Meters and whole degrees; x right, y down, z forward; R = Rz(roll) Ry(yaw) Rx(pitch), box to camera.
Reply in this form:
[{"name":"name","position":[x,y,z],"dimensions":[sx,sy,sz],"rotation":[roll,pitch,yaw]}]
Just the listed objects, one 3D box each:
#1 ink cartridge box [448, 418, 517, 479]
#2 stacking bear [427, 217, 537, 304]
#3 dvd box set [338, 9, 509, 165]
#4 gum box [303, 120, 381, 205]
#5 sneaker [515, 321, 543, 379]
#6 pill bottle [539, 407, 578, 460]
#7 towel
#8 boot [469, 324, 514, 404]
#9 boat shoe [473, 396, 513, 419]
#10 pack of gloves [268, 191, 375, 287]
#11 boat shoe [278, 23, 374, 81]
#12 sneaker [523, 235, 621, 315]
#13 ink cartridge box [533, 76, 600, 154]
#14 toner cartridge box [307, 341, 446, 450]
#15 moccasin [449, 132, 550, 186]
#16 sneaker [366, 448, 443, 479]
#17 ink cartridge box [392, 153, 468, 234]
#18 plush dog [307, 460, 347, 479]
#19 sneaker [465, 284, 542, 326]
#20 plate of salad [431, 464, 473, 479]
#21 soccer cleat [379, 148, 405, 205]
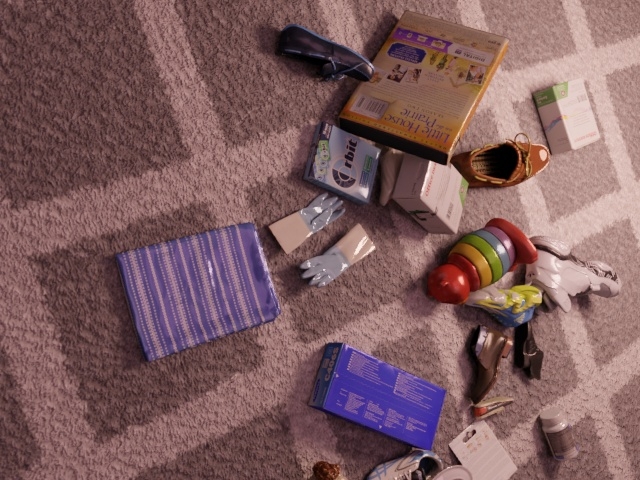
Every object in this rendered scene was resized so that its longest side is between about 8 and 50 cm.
[{"name":"ink cartridge box","position":[0.440,0.601,1.861],"dimensions":[0.145,0.045,0.179],"rotation":[-30,81,-30]},{"name":"stacking bear","position":[0.418,0.074,1.850],"dimensions":[0.289,0.175,0.164],"rotation":[-32,86,-22]},{"name":"dvd box set","position":[0.276,-0.413,1.776],"dimensions":[0.307,0.062,0.420],"rotation":[21,65,18]},{"name":"gum box","position":[0.058,-0.196,1.730],"dimensions":[0.184,0.041,0.157],"rotation":[22,72,-28]},{"name":"sneaker","position":[0.622,0.325,1.997],"dimensions":[0.089,0.051,0.170],"rotation":[11,82,-30]},{"name":"pill bottle","position":[0.702,0.571,1.991],"dimensions":[0.078,0.078,0.137],"rotation":[-26,97,-32]},{"name":"towel","position":[-0.260,0.106,1.494],"dimensions":[0.336,0.040,0.243],"rotation":[-16,90,-32]},{"name":"boot","position":[0.446,0.343,1.886],"dimensions":[0.106,0.082,0.219],"rotation":[33,70,0]},{"name":"boat shoe","position":[0.486,0.468,1.892],"dimensions":[0.137,0.049,0.043],"rotation":[-6,89,-30]},{"name":"pack of gloves","position":[0.000,0.000,1.678],"dimensions":[0.232,0.046,0.195],"rotation":[-34,89,-33]},{"name":"boat shoe","position":[0.010,-0.454,1.719],"dimensions":[0.258,0.109,0.089],"rotation":[20,79,-11]},{"name":"sneaker","position":[0.757,0.146,2.057],"dimensions":[0.365,0.137,0.210],"rotation":[27,70,-20]},{"name":"ink cartridge box","position":[0.798,-0.401,2.183],"dimensions":[0.154,0.093,0.213],"rotation":[-22,93,-31]},{"name":"toner cartridge box","position":[0.148,0.391,1.681],"dimensions":[0.347,0.075,0.165],"rotation":[29,68,-25]},{"name":"moccasin","position":[0.540,-0.233,1.968],"dimensions":[0.380,0.147,0.139],"rotation":[-4,85,-32]},{"name":"sneaker","position":[0.204,0.589,1.681],"dimensions":[0.237,0.086,0.085],"rotation":[-18,94,-31]},{"name":"ink cartridge box","position":[0.296,-0.133,1.797],"dimensions":[0.219,0.092,0.160],"rotation":[37,64,-45]},{"name":"plush dog","position":[-0.008,0.624,1.518],"dimensions":[0.225,0.210,0.263],"rotation":[-49,137,-41]},{"name":"sneaker","position":[0.512,0.197,1.922],"dimensions":[0.240,0.091,0.126],"rotation":[0,115,-8]},{"name":"plate of salad","position":[0.318,0.669,1.750],"dimensions":[0.199,0.048,0.200],"rotation":[-11,111,-32]},{"name":"soccer cleat","position":[0.183,-0.184,1.797],"dimensions":[0.076,0.068,0.196],"rotation":[24,71,-7]}]
